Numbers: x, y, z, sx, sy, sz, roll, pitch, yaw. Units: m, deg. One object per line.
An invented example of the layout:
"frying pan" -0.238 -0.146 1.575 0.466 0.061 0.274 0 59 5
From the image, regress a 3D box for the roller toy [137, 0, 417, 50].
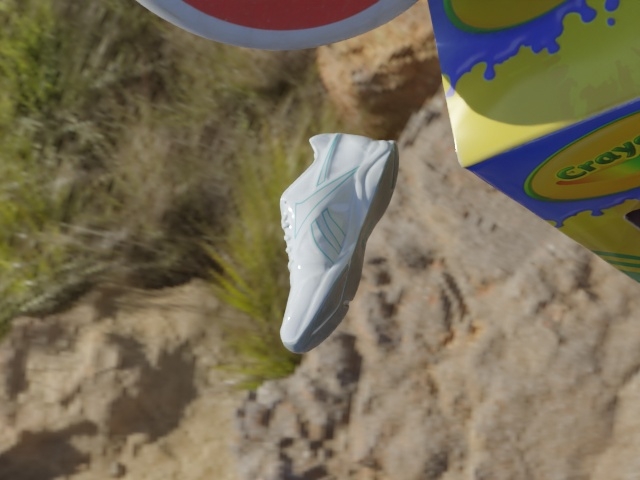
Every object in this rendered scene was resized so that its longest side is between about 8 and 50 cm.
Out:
"roller toy" -0.021 -0.204 0.761 0.191 0.209 0.146 -12 42 14

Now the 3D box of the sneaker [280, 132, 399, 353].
"sneaker" 0.000 0.000 1.026 0.061 0.054 0.152 16 70 14

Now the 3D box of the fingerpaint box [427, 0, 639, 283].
"fingerpaint box" 0.335 -0.122 0.861 0.445 0.371 0.163 -22 63 26
